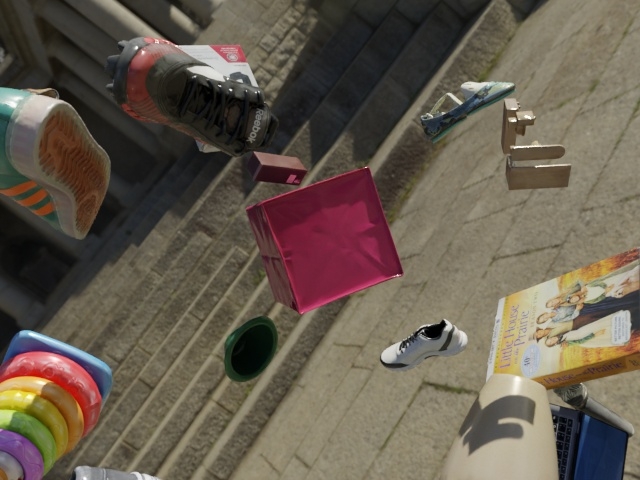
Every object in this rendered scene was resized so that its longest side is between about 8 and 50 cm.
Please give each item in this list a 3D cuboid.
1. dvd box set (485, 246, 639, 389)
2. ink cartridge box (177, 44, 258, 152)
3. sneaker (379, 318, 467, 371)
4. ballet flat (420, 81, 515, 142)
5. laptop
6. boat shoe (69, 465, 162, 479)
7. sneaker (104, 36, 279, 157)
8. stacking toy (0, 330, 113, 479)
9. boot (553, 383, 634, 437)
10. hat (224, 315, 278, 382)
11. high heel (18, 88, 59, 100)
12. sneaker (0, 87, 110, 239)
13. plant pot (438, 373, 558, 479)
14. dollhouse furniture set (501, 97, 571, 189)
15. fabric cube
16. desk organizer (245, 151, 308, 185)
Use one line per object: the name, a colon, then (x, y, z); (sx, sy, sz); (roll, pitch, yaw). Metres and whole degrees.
dvd box set: (0.604, 0.212, 1.457); (0.420, 0.062, 0.307); (-32, 26, 47)
ink cartridge box: (-0.177, -0.255, 1.055); (0.128, 0.175, 0.072); (-14, -17, -35)
sneaker: (0.115, 0.120, 0.699); (0.109, 0.043, 0.040); (-26, 36, 25)
ballet flat: (0.252, -0.243, 1.054); (0.188, 0.070, 0.070); (-30, 20, 39)
laptop: (0.549, 0.610, 1.495); (0.408, 0.236, 0.381); (7, 82, 37)
boat shoe: (-0.231, 0.342, 0.496); (0.108, 0.102, 0.301); (5, 71, 59)
sneaker: (-0.137, -0.166, 0.721); (0.097, 0.135, 0.276); (-69, -19, 4)
stacking toy: (-0.412, 0.274, 0.792); (0.175, 0.166, 0.302); (-59, 10, 17)
boot: (0.746, 0.464, 1.598); (0.076, 0.208, 0.190); (-48, -7, 5)
hat: (-0.227, 0.250, 1.518); (0.173, 0.184, 0.208); (-36, -46, -33)
high heel: (-0.462, -0.188, 0.951); (0.261, 0.093, 0.186); (19, 53, 40)
sneaker: (-0.332, -0.091, 0.692); (0.302, 0.121, 0.108); (117, 173, -69)
plant pot: (0.421, 0.453, 1.338); (0.256, 0.257, 0.273); (-38, 30, 63)
dollhouse furniture set: (0.469, -0.214, 1.293); (0.151, 0.123, 0.144); (-81, -14, -49)
fabric cube: (0.000, 0.000, 1.359); (0.254, 0.258, 0.258); (-19, 5, -15)
desk organizer: (-0.098, -0.162, 1.338); (0.130, 0.050, 0.047); (2, -47, -42)
